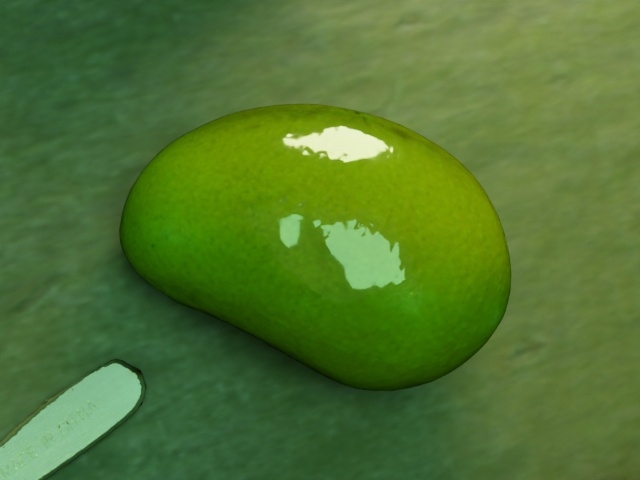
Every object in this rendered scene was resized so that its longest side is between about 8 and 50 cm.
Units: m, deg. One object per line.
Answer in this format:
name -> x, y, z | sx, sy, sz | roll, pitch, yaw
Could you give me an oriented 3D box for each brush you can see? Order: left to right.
brush -> -0.256, 0.190, 0.911 | 0.336, 0.020, 0.085 | -39, 90, -17

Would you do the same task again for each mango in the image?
mango -> 0.006, -0.006, 0.944 | 0.273, 0.149, 0.185 | 28, 77, -2
